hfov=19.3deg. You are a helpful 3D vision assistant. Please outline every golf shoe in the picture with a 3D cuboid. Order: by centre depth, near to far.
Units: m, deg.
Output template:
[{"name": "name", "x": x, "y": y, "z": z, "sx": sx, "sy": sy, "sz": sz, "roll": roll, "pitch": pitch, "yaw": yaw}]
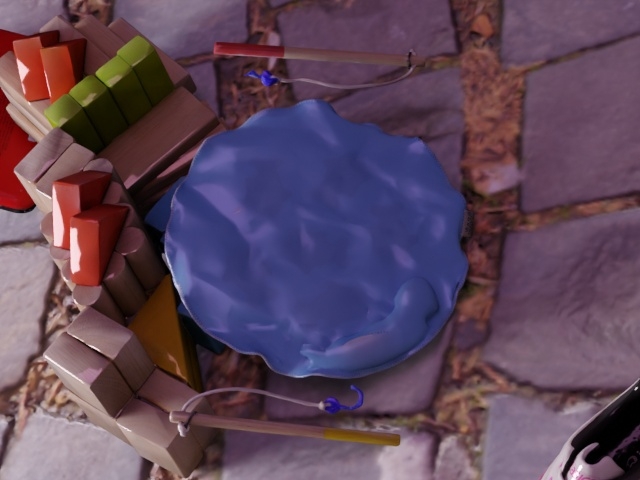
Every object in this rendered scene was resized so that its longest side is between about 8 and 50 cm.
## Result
[{"name": "golf shoe", "x": 0.132, "y": 0.141, "z": 0.985, "sx": 0.067, "sy": 0.086, "sz": 0.186, "roll": 32, "pitch": 76, "yaw": 37}]

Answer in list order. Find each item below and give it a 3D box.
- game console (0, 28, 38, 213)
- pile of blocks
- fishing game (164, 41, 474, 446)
[{"name": "game console", "x": -0.250, "y": -0.076, "z": 1.369, "sx": 0.124, "sy": 0.085, "sz": 0.144, "roll": 14, "pitch": 60, "yaw": -3}, {"name": "pile of blocks", "x": -0.121, "y": -0.031, "z": 1.198, "sx": 0.149, "sy": 0.113, "sz": 0.362, "roll": -21, "pitch": 54, "yaw": 3}, {"name": "fishing game", "x": 0.000, "y": 0.000, "z": 1.150, "sx": 0.189, "sy": 0.041, "sz": 0.264, "roll": 2, "pitch": 67, "yaw": -3}]
